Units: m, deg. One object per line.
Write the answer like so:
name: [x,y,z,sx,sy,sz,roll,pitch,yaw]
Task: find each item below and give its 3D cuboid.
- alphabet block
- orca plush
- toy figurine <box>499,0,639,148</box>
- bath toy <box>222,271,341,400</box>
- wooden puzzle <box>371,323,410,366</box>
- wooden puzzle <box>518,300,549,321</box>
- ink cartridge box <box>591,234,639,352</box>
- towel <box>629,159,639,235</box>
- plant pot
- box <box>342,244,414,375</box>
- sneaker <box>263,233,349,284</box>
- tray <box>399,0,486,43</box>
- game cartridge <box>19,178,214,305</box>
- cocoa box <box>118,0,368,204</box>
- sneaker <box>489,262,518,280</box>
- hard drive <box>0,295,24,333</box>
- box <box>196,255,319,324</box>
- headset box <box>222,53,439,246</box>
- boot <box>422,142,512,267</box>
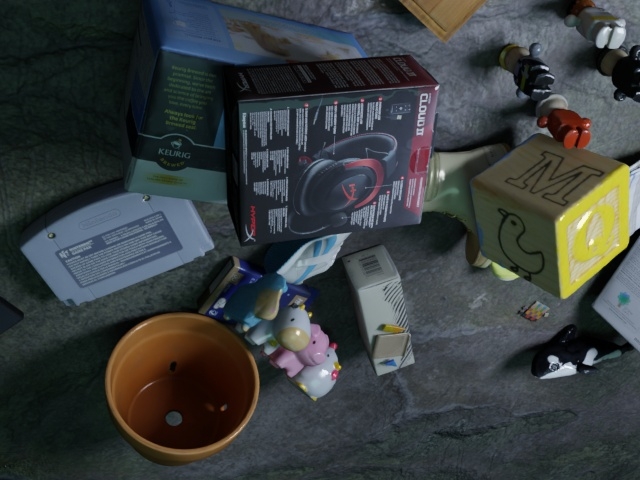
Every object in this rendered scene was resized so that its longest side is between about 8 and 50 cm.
alphabet block: [0.412,-0.049,1.381,0.193,0.197,0.193,-36,130,-19]
orca plush: [0.635,0.256,1.876,0.287,0.151,0.102,-7,99,-9]
toy figurine: [0.441,-0.292,1.332,0.213,0.148,0.209,-39,124,18]
bath toy: [-0.049,0.201,1.548,0.129,0.151,0.348,-51,138,-15]
wooden puzzle: [0.145,0.215,1.593,0.078,0.014,0.116,5,126,-18]
wooden puzzle: [0.506,0.167,1.819,0.083,0.006,0.049,25,118,-33]
ink cartridge box: [0.811,0.079,1.657,0.151,0.270,0.396,-9,134,-34]
towel: [0.615,-0.060,1.579,0.285,0.034,0.209,-31,136,-23]
plant pot: [-0.281,0.318,1.528,0.290,0.291,0.204,0,144,-18]
box: [0.123,0.149,1.613,0.094,0.113,0.275,-19,133,-4]
sneaker: [0.000,0.000,1.472,0.228,0.087,0.092,-36,137,23]
tray: [0.260,-0.510,1.131,0.202,0.076,0.411,31,115,-35]
game cartridge: [-0.360,-0.006,1.366,0.297,0.062,0.198,-21,128,0]
cocoa box: [-0.108,-0.202,1.160,0.346,0.231,0.228,6,125,-23]
sneaker: [0.455,-0.011,1.600,0.240,0.091,0.126,-29,125,1]
hard drive: [-0.633,0.150,1.426,0.135,0.022,0.094,-32,131,10]
box: [-0.119,0.123,1.562,0.225,0.037,0.136,22,119,-33]
headset box: [0.023,-0.124,1.041,0.293,0.110,0.218,-8,127,-14]
boot: [0.254,-0.059,1.485,0.203,0.095,0.262,-5,124,-15]
